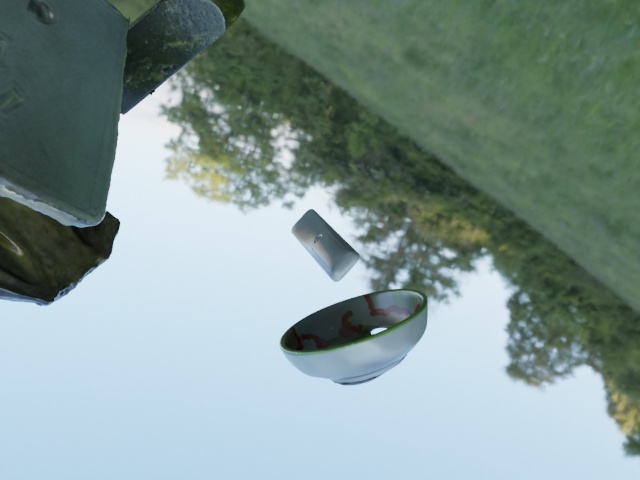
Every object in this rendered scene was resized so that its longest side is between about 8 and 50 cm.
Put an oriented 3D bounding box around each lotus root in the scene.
[{"bbox_3d":[-0.384,-0.048,0.729,0.314,0.142,0.210,50,-138,-7],"label":"lotus root"}]

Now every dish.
[{"bbox_3d":[0.084,0.218,1.484,0.324,0.124,0.324,-17,-170,3],"label":"dish"}]

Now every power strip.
[{"bbox_3d":[-0.225,-0.119,0.469,0.064,0.213,0.198,-21,143,28],"label":"power strip"}]

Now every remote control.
[{"bbox_3d":[0.000,0.000,0.980,0.027,0.050,0.184,42,-178,-29],"label":"remote control"}]

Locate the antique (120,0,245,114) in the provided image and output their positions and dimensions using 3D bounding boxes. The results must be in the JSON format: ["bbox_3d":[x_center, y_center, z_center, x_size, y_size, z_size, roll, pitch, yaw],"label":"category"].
[{"bbox_3d":[-0.196,-0.259,0.892,0.080,0.221,0.081,47,-150,-24],"label":"antique"}]
